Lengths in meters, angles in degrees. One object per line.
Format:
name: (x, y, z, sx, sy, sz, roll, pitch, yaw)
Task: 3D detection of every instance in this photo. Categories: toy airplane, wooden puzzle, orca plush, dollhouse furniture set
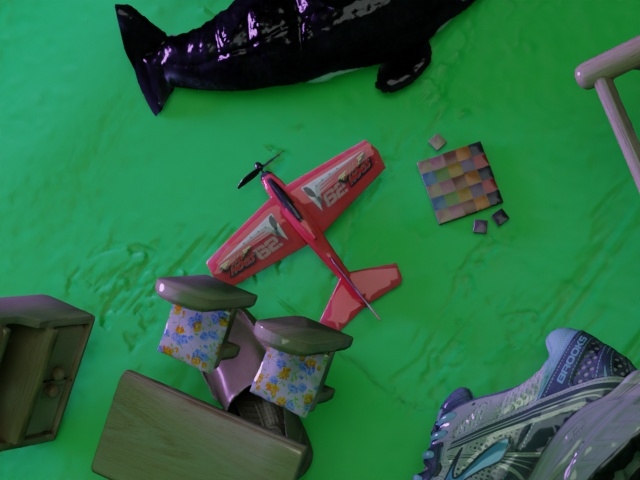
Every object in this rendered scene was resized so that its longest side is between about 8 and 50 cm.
toy airplane: (0.000, 0.000, 1.388, 0.151, 0.028, 0.151, -1, 77, 6)
wooden puzzle: (0.101, -0.041, 1.401, 0.049, 0.006, 0.083, -19, 75, 0)
orca plush: (-0.008, -0.185, 1.397, 0.287, 0.102, 0.151, -6, 75, 4)
dollhouse furniture set: (-0.134, 0.126, 1.269, 0.242, 0.161, 0.212, 21, 98, 20)

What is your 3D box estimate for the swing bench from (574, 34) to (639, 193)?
swing bench: (0.344, -0.057, 1.245, 0.255, 0.165, 0.253, -33, 70, 35)

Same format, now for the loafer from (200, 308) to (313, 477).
loafer: (-0.050, 0.099, 1.356, 0.056, 0.050, 0.148, -31, 75, -3)

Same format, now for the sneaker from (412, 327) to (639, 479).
sneaker: (0.110, 0.173, 1.312, 0.283, 0.110, 0.122, -39, 58, -8)
